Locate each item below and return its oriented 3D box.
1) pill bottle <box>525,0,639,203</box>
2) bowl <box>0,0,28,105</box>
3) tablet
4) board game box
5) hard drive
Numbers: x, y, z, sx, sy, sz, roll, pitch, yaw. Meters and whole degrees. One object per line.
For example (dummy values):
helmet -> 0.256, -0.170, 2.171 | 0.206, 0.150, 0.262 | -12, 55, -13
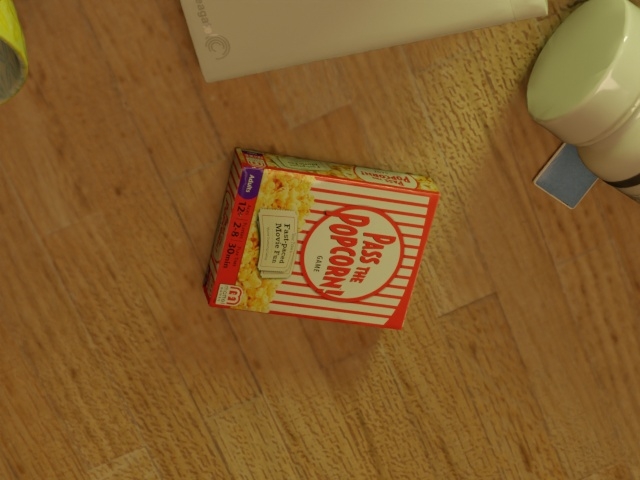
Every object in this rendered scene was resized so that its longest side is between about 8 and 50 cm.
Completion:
pill bottle -> 0.338, -0.100, 1.837 | 0.283, 0.161, 0.161 | 31, 105, -24
bowl -> -0.376, -0.202, 1.571 | 0.289, 0.289, 0.156 | 1, 72, -13
tablet -> 0.248, -0.074, 1.915 | 0.054, 0.006, 0.083 | 32, 104, -24
board game box -> 0.000, 0.000, 1.872 | 0.193, 0.045, 0.147 | 7, 114, -16
hard drive -> 0.023, -0.258, 1.706 | 0.307, 0.040, 0.203 | -11, 117, 11
